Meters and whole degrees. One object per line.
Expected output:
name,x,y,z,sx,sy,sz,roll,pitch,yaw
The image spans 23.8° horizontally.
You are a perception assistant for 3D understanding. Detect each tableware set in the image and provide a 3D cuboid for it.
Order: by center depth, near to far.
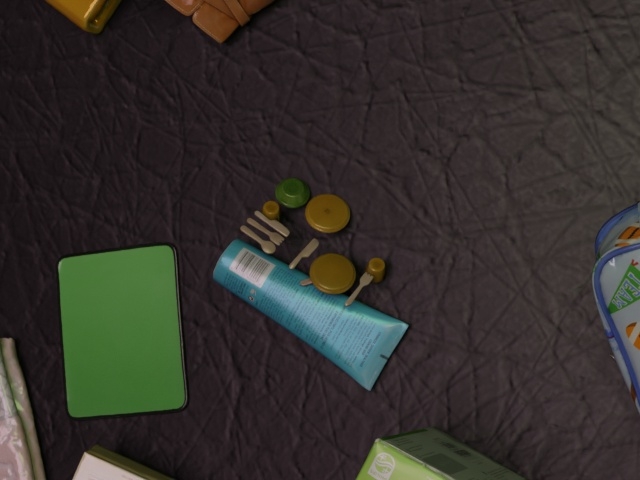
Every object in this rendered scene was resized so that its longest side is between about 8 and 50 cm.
tableware set,0.000,0.000,1.594,0.154,0.024,0.104,34,64,15

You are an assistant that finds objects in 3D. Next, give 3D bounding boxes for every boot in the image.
boot,-0.125,-0.322,1.631,0.197,0.073,0.152,45,107,2

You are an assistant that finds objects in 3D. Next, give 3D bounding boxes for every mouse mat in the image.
mouse mat,-0.222,0.102,1.687,0.153,0.007,0.189,-7,83,19

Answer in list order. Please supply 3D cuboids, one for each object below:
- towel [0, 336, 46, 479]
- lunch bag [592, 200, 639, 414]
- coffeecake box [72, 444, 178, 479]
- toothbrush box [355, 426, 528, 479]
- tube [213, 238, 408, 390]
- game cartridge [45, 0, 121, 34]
towel,-0.465,0.294,1.737,0.332,0.053,0.316,-16,81,19
lunch bag,0.401,0.059,1.370,0.303,0.115,0.243,-20,106,18
coffeecake box,-0.217,0.333,1.615,0.142,0.068,0.185,23,91,4
toothbrush box,0.070,0.334,1.462,0.122,0.206,0.283,27,96,19
tube,-0.015,0.071,1.596,0.207,0.052,0.080,31,102,13
game cartridge,-0.299,-0.438,1.727,0.324,0.053,0.285,37,99,17
